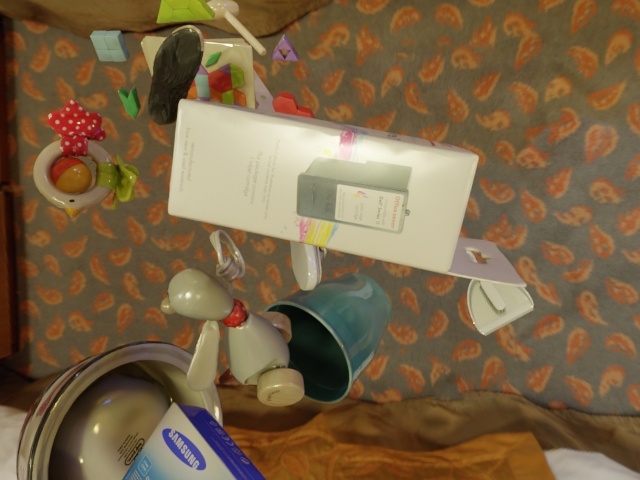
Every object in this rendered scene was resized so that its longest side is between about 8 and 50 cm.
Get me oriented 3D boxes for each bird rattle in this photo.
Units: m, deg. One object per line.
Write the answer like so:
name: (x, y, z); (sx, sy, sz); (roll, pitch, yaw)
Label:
bird rattle: (-0.524, -0.168, 1.161); (0.207, 0.143, 0.253); (-44, 101, -24)

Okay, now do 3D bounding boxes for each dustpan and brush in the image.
dustpan and brush: (0.403, 0.106, 1.295); (0.147, 0.060, 0.211); (-31, 68, 6)

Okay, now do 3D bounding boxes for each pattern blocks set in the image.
pattern blocks set: (-0.191, -0.265, 0.871); (0.325, 0.285, 0.026); (-5, 50, 12)

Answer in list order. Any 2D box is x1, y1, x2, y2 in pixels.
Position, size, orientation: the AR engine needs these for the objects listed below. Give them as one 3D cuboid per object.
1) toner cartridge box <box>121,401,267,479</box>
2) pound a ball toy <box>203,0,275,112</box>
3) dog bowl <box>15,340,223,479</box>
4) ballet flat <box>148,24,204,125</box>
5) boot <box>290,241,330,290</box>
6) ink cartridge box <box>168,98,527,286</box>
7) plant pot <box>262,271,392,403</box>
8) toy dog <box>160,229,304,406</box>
toner cartridge box: (-0.137, 0.395, 0.719); (0.348, 0.075, 0.165); (31, 87, 40)
pound a ball toy: (-0.209, -0.359, 1.165); (0.319, 0.136, 0.208); (58, 141, 26)
dog bowl: (-0.397, 0.402, 1.053); (0.151, 0.408, 0.407); (-5, 94, 38)
ballet flat: (-0.199, -0.228, 0.728); (0.058, 0.049, 0.173); (34, 137, -10)
boot: (0.000, 0.000, 1.163); (0.124, 0.258, 0.095); (4, 138, -20)
ink cartridge box: (0.044, -0.063, 0.581); (0.354, 0.207, 0.119); (12, 104, 5)
plant pot: (0.036, 0.209, 1.299); (0.272, 0.255, 0.271); (22, 127, 32)
toy dog: (-0.163, 0.167, 0.893); (0.161, 0.220, 0.333); (-26, 116, 12)
